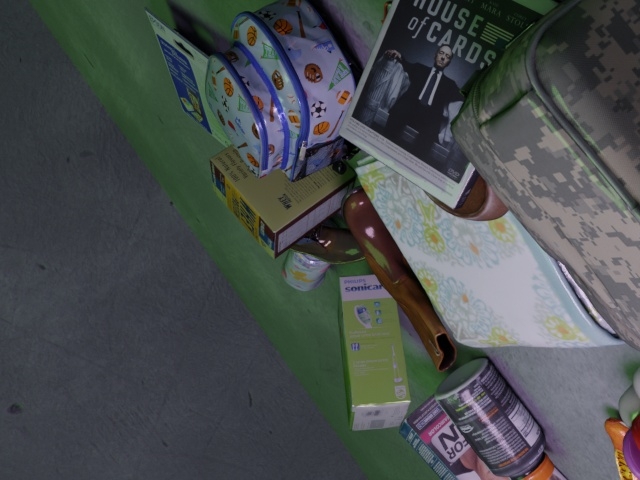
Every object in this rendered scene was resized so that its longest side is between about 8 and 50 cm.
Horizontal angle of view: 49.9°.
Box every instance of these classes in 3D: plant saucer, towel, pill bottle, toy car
[{"bbox_3d":[0.161,-0.090,0.836,0.168,0.029,0.168,41,153,27],"label":"plant saucer"},{"bbox_3d":[0.225,-0.010,0.967,0.374,0.090,0.320,58,157,-7],"label":"towel"},{"bbox_3d":[0.340,0.359,1.318,0.245,0.130,0.130,53,162,1],"label":"pill bottle"},{"bbox_3d":[0.440,0.243,0.852,0.159,0.136,0.182,42,159,31],"label":"toy car"}]

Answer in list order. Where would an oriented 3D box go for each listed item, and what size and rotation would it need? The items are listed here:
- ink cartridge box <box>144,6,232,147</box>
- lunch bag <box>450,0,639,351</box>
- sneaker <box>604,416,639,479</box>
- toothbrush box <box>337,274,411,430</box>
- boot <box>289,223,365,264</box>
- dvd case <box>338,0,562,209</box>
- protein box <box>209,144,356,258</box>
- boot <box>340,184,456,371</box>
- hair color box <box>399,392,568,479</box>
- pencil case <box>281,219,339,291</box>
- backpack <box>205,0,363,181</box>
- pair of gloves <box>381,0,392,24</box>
[{"bbox_3d":[-0.257,-0.358,1.572,0.303,0.072,0.307,42,157,33],"label":"ink cartridge box"},{"bbox_3d":[0.256,-0.058,0.562,0.305,0.212,0.256,51,168,1],"label":"lunch bag"},{"bbox_3d":[0.485,0.349,1.050,0.175,0.067,0.064,56,163,-5],"label":"sneaker"},{"bbox_3d":[0.107,0.241,1.474,0.206,0.122,0.283,90,177,-62],"label":"toothbrush box"},{"bbox_3d":[0.000,0.000,1.427,0.219,0.082,0.106,5,170,26],"label":"boot"},{"bbox_3d":[0.134,-0.181,0.759,0.179,0.030,0.238,37,121,25],"label":"dvd case"},{"bbox_3d":[-0.075,-0.113,1.352,0.200,0.201,0.136,48,161,15],"label":"protein box"},{"bbox_3d":[0.135,0.065,1.189,0.264,0.096,0.280,74,174,-49],"label":"boot"},{"bbox_3d":[0.346,0.461,1.423,0.347,0.174,0.105,46,159,20],"label":"hair color box"},{"bbox_3d":[-0.023,0.035,1.641,0.114,0.124,0.273,26,161,0],"label":"pencil case"},{"bbox_3d":[-0.061,-0.246,1.098,0.276,0.213,0.263,52,151,13],"label":"backpack"},{"bbox_3d":[0.130,-0.284,0.828,0.159,0.023,0.198,43,160,27],"label":"pair of gloves"}]
